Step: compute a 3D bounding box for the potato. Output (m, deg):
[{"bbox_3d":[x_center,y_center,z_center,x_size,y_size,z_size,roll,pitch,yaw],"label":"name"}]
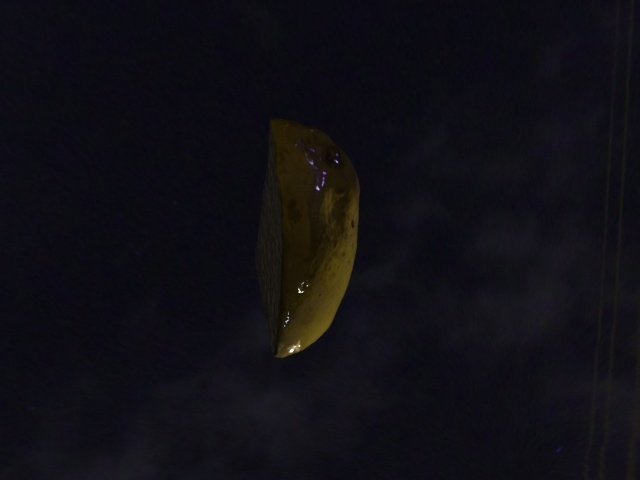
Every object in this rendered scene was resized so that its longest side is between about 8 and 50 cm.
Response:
[{"bbox_3d":[0.000,0.000,0.861,0.081,0.149,0.120,-2,-140,-13],"label":"potato"}]
